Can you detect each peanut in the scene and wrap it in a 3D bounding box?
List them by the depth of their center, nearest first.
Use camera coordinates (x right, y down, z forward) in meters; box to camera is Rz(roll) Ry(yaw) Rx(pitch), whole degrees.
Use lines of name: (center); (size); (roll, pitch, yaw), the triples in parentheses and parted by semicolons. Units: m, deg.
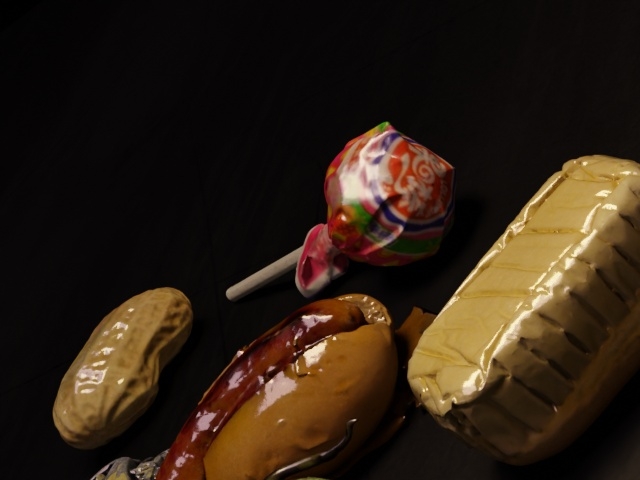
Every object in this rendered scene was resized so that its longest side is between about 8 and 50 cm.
peanut: (-0.193, 0.122, 1.927); (0.194, 0.083, 0.093); (-55, 24, -22)

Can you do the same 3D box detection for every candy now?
candy: (0.000, 0.000, 1.797); (0.365, 0.124, 0.124); (-30, 26, 55)

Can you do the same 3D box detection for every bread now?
bread: (0.169, 0.050, 1.361); (0.236, 0.106, 0.140); (-50, 23, -8)

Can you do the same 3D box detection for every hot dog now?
hot dog: (-0.038, 0.149, 1.568); (0.326, 0.107, 0.194); (-48, 22, -3)

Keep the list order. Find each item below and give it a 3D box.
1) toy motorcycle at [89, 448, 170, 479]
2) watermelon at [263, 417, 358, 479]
toy motorcycle: (-0.197, 0.253, 1.734); (0.124, 0.061, 0.193); (1, 44, 54)
watermelon: (-0.022, 0.265, 1.303); (0.204, 0.127, 0.232); (-37, 25, 22)
